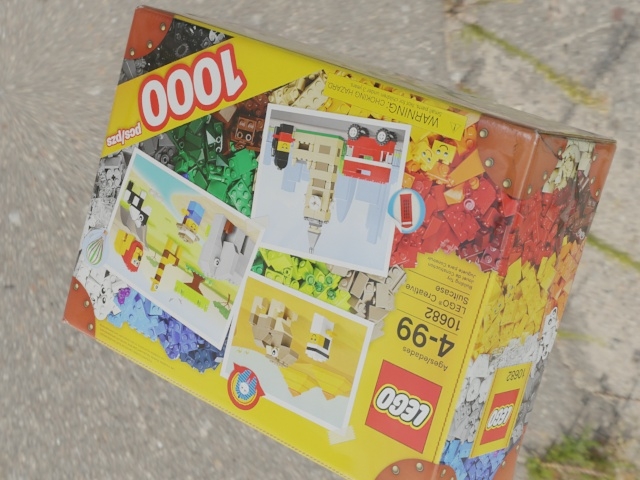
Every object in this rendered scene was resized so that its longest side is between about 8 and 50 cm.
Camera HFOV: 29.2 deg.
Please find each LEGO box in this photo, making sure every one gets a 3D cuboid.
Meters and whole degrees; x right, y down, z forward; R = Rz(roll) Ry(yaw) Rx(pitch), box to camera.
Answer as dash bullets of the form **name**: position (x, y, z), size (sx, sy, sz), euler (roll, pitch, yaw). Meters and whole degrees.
- **LEGO box**: position (0.000, 0.000, 1.276), size (0.193, 0.500, 0.372), euler (0, 109, -54)
